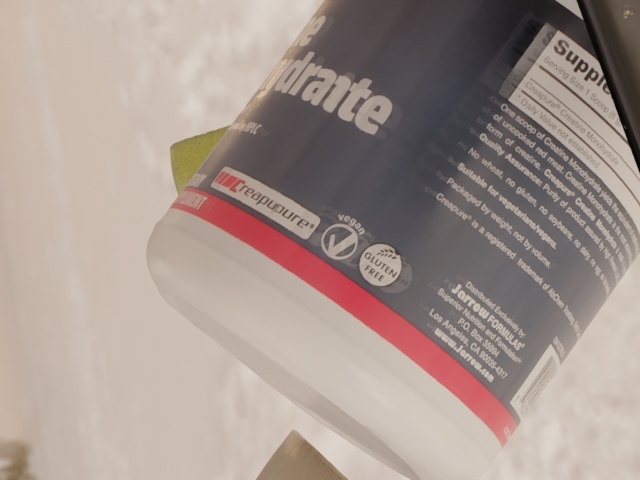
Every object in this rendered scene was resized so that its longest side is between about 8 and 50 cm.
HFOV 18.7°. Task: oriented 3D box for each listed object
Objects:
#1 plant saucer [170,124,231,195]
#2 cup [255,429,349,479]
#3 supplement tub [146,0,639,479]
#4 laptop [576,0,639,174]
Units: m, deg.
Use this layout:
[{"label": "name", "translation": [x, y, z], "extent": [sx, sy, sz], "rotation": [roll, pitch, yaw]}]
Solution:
[{"label": "plant saucer", "translation": [0.000, 0.000, 1.273], "extent": [0.188, 0.045, 0.188], "rotation": [45, 150, -21]}, {"label": "cup", "translation": [0.021, 0.313, 1.190], "extent": [0.331, 0.237, 0.331], "rotation": [44, 176, 4]}, {"label": "supplement tub", "translation": [0.066, -0.040, 0.905], "extent": [0.191, 0.272, 0.191], "rotation": [35, 172, 6]}, {"label": "laptop", "translation": [0.210, -0.275, 0.711], "extent": [0.408, 0.382, 0.236], "rotation": [62, -176, -41]}]
